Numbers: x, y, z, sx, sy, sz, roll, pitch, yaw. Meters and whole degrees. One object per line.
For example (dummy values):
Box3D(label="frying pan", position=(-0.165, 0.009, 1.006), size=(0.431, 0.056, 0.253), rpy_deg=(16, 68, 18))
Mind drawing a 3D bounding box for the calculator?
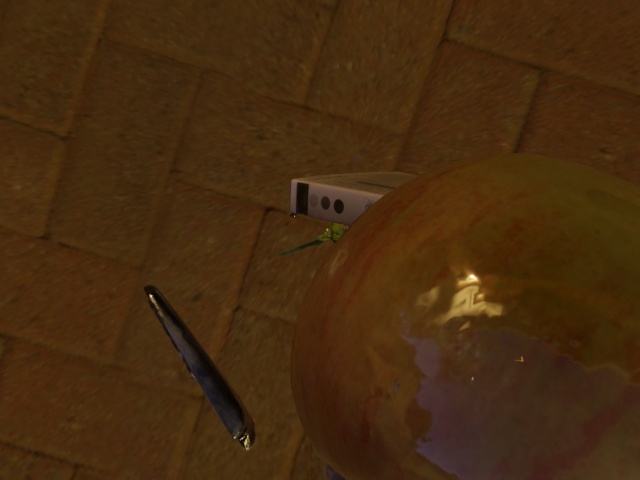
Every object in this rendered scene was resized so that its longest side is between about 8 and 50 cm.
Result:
Box3D(label="calculator", position=(-0.173, 0.171, 1.608), size=(0.040, 0.177, 0.268), rpy_deg=(-36, 74, -7))

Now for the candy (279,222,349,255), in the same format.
Box3D(label="candy", position=(0.000, 0.000, 1.185), size=(0.123, 0.035, 0.035), rpy_deg=(-23, 59, 41))

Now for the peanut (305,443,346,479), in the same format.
Box3D(label="peanut", position=(0.036, 0.320, 1.400), size=(0.095, 0.108, 0.226), rpy_deg=(-1, 81, -41))

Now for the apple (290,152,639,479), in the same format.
Box3D(label="apple", position=(0.103, 0.072, 0.538), size=(0.261, 0.261, 0.194), rpy_deg=(45, 75, -2))

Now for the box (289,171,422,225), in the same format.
Box3D(label="box", position=(0.102, -0.020, 0.856), size=(0.129, 0.247, 0.033), rpy_deg=(-5, 103, -41))
